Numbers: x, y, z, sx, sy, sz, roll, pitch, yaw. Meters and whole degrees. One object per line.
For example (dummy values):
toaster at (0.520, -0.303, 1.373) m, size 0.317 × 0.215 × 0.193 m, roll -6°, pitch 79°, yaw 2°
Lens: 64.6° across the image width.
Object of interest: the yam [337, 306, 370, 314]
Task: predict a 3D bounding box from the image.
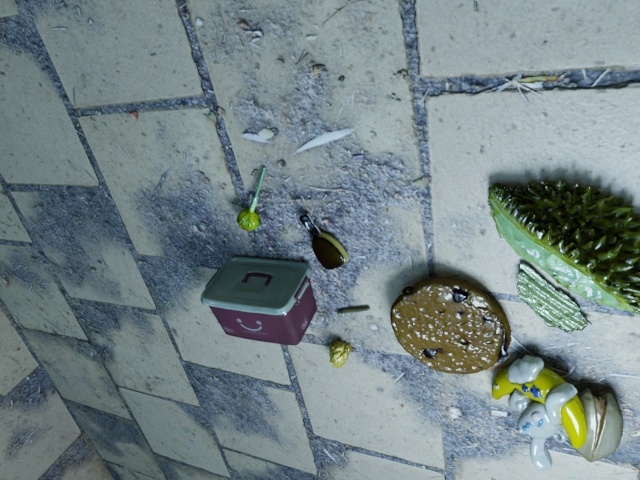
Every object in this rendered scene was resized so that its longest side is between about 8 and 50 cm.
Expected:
yam at (0.091, 0.192, 1.391) m, size 0.107 × 0.014 × 0.014 m, roll -13°, pitch 115°, yaw 35°

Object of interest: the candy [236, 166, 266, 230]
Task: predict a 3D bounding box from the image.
candy at (-0.168, -0.106, 1.302) m, size 0.058 × 0.062 × 0.194 m, roll 60°, pitch 137°, yaw 43°

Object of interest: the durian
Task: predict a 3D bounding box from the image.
durian at (0.504, -0.001, 0.996) m, size 0.394 × 0.163 × 0.198 m, roll 33°, pitch 171°, yaw 9°

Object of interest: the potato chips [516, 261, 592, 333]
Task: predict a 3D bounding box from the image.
potato chips at (0.496, 0.135, 1.120) m, size 0.207 × 0.028 × 0.092 m, roll 39°, pitch 130°, yaw -4°

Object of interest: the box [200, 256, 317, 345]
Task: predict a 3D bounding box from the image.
box at (-0.158, 0.168, 1.402) m, size 0.294 × 0.193 × 0.167 m, roll 4°, pitch 133°, yaw 25°

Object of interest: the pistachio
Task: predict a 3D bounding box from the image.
pistachio at (0.644, 0.431, 1.190) m, size 0.124 × 0.124 × 0.184 m, roll 3°, pitch 118°, yaw 27°

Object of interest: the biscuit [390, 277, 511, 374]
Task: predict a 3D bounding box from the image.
biscuit at (0.315, 0.208, 1.241) m, size 0.296 × 0.075 × 0.295 m, roll 11°, pitch 124°, yaw 16°

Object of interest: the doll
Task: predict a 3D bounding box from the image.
doll at (0.520, 0.404, 1.210) m, size 0.237 × 0.111 × 0.252 m, roll 49°, pitch 140°, yaw 26°

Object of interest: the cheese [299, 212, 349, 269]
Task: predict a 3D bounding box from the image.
cheese at (0.000, 0.001, 1.288) m, size 0.086 × 0.036 × 0.162 m, roll -24°, pitch 109°, yaw 41°

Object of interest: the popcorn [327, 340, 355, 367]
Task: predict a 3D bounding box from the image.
popcorn at (0.063, 0.328, 1.473) m, size 0.084 × 0.084 × 0.084 m, roll 14°, pitch 128°, yaw 19°
